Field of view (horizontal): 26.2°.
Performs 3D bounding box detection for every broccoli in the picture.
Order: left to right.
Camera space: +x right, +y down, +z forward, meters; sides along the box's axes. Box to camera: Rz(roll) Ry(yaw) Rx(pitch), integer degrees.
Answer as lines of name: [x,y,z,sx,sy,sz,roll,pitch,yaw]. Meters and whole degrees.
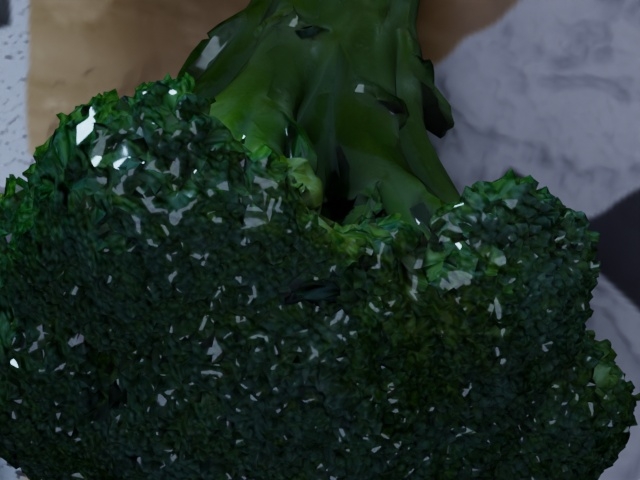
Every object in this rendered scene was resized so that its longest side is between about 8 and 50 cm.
broccoli: [0.000,0.000,0.523,0.254,0.269,0.269,-22,83,51]
